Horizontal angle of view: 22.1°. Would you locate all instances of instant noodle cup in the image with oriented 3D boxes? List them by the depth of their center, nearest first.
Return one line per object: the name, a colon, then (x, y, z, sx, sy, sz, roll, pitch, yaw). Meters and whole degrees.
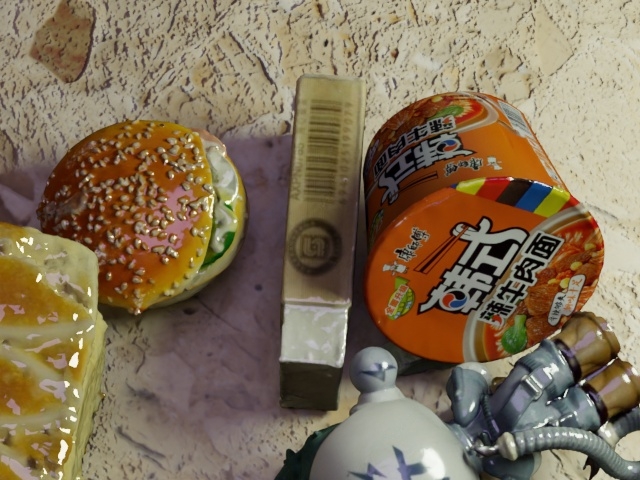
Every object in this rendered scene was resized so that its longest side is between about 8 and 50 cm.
instant noodle cup: (0.155, -0.024, 1.717, 0.250, 0.250, 0.192, -4, 41, -5)

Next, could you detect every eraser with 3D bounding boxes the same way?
eraser: (0.000, 0.000, 1.759, 0.078, 0.144, 0.343, 4, 63, 1)

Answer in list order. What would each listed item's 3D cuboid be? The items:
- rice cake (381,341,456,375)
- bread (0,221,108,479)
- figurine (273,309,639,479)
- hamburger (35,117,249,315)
rice cake: (0.165, 0.098, 1.781, 0.206, 0.036, 0.047, -20, 55, -12)
bread: (-0.404, 0.165, 1.561, 0.390, 0.279, 0.371, 15, 60, -8)
figurine: (0.131, 0.209, 1.641, 0.382, 0.186, 0.261, -32, 84, -12)
hamburger: (-0.192, -0.029, 1.762, 0.236, 0.147, 0.237, 0, 63, 0)
